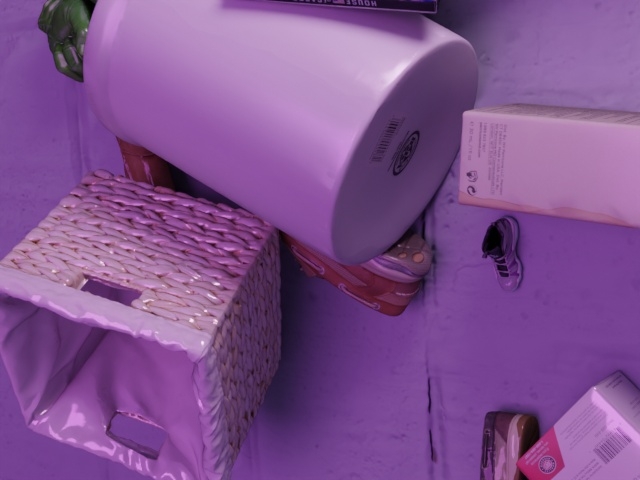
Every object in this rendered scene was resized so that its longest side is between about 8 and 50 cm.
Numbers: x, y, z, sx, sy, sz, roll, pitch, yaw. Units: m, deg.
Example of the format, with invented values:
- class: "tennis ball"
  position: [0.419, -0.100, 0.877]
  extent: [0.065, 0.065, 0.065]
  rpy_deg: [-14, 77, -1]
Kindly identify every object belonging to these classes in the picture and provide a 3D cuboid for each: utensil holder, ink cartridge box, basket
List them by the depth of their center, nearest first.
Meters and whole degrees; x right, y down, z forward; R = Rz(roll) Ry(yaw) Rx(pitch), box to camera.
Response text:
- class: "ink cartridge box"
  position: [0.371, 0.290, 1.191]
  extent: [0.218, 0.092, 0.158]
  rpy_deg: [48, 122, 20]
- class: "utensil holder"
  position: [-0.043, -0.190, 1.251]
  extent: [0.385, 0.327, 0.328]
  rpy_deg: [32, 116, 23]
- class: "basket"
  position: [-0.236, 0.126, 1.387]
  extent: [0.328, 0.266, 0.331]
  rpy_deg: [16, 135, 16]

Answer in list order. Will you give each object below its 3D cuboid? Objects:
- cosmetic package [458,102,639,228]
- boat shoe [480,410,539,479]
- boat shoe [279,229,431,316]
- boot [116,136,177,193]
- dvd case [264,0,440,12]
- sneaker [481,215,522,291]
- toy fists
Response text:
- class: "cosmetic package"
  position: [0.326, -0.084, 1.108]
  extent: [0.309, 0.160, 0.113]
  rpy_deg: [11, 107, 34]
- class: "boat shoe"
  position: [0.237, 0.330, 1.306]
  extent: [0.073, 0.080, 0.224]
  rpy_deg: [12, 101, 39]
- class: "boat shoe"
  position: [0.000, 0.000, 1.379]
  extent: [0.324, 0.123, 0.116]
  rpy_deg: [33, 126, 30]
- class: "boot"
  position: [-0.241, -0.082, 1.516]
  extent: [0.236, 0.089, 0.270]
  rpy_deg: [166, 91, -72]
- class: "dvd case"
  position: [0.030, -0.338, 1.113]
  extent: [0.238, 0.029, 0.179]
  rpy_deg: [8, 64, 15]
- class: "sneaker"
  position: [0.222, 0.021, 1.255]
  extent: [0.038, 0.069, 0.098]
  rpy_deg: [-3, 98, 36]
- class: "toy fists"
  position: [-0.343, -0.371, 1.558]
  extent: [0.142, 0.096, 0.279]
  rpy_deg: [50, 121, 15]
